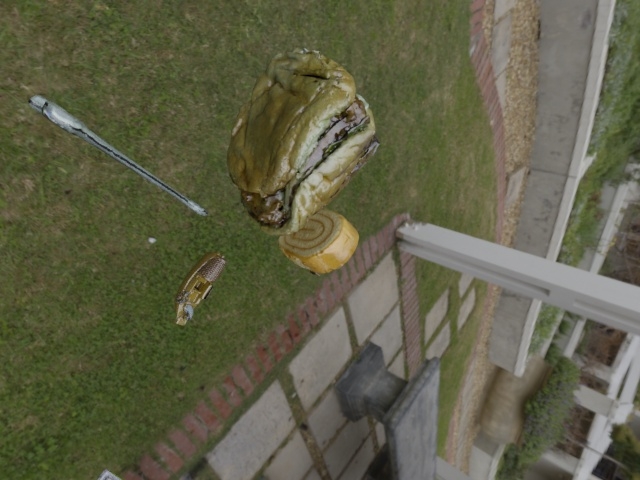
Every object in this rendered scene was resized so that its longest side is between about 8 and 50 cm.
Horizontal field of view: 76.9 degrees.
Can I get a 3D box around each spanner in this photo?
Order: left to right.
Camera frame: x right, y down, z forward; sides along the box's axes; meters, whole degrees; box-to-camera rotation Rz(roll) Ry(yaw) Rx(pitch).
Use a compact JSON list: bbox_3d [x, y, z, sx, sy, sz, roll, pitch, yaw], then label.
[{"bbox_3d":[-0.235,-0.093,0.523,0.017,0.071,0.302,-56,160,-5],"label":"spanner"}]

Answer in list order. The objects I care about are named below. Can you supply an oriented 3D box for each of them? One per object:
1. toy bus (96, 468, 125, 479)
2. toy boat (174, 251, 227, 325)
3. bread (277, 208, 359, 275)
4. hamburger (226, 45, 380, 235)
[{"bbox_3d":[-0.346,0.462,0.516,0.139,0.113,0.301,-55,-177,38],"label":"toy bus"},{"bbox_3d":[-0.227,0.087,0.748,0.149,0.049,0.047,-59,144,-9],"label":"toy boat"},{"bbox_3d":[0.000,0.000,0.752,0.122,0.149,0.073,-53,128,-14],"label":"bread"},{"bbox_3d":[-0.022,-0.112,0.492,0.130,0.183,0.206,23,109,-42],"label":"hamburger"}]
